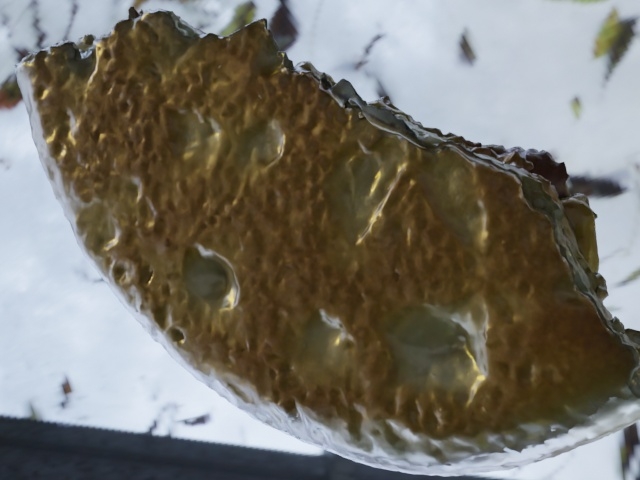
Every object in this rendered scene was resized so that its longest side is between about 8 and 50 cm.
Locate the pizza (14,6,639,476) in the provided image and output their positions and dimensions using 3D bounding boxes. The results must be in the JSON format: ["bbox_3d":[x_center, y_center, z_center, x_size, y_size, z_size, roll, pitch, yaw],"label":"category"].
[{"bbox_3d":[0.002,-0.001,0.588,0.058,0.246,0.127,-8,-71,-55],"label":"pizza"}]
